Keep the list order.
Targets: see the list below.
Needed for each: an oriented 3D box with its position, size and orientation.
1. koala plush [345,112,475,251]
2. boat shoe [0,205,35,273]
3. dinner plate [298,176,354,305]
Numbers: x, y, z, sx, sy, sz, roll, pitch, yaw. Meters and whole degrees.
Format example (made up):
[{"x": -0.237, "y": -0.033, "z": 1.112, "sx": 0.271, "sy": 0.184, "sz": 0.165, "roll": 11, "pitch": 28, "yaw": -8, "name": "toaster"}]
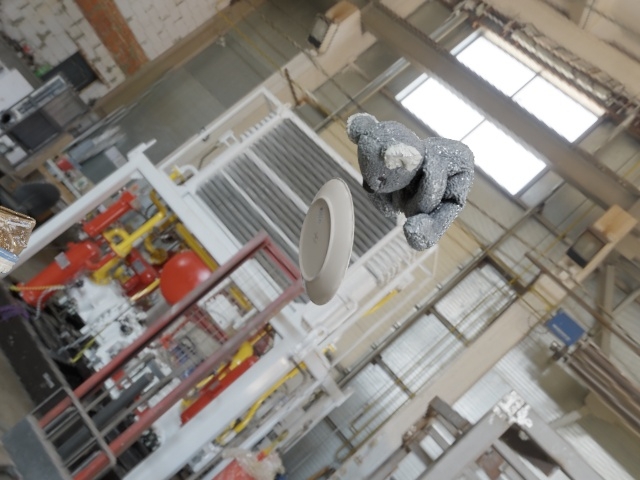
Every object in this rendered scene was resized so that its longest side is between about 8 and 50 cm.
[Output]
[{"x": 0.145, "y": -0.134, "z": 0.996, "sx": 0.221, "sy": 0.203, "sz": 0.196, "roll": 33, "pitch": 14, "yaw": -37, "name": "koala plush"}, {"x": -0.318, "y": -0.037, "z": 0.480, "sx": 0.066, "sy": 0.066, "sz": 0.183, "roll": 26, "pitch": -16, "yaw": 20, "name": "boat shoe"}, {"x": 0.000, "y": 0.000, "z": 0.616, "sx": 0.017, "sy": 0.141, "sz": 0.141, "roll": 10, "pitch": 6, "yaw": -22, "name": "dinner plate"}]
